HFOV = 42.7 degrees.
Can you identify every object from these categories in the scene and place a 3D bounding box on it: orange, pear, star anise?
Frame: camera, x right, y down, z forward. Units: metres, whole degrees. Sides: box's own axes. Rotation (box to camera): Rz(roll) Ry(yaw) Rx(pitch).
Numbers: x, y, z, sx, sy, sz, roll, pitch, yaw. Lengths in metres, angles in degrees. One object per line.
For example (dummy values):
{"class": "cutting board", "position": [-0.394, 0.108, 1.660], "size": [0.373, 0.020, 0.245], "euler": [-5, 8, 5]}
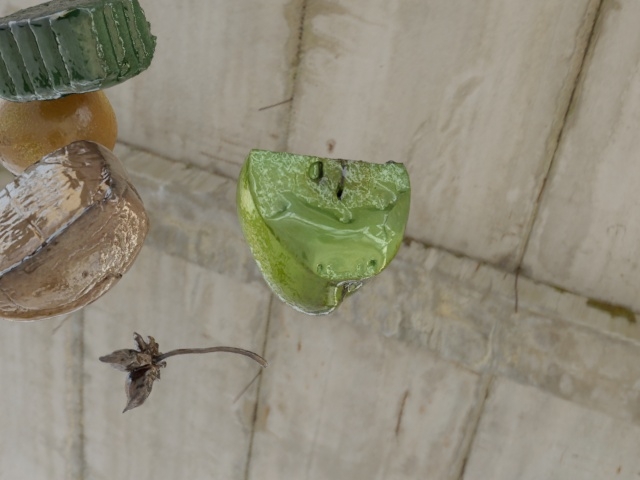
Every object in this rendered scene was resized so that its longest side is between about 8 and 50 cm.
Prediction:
{"class": "orange", "position": [-0.590, -0.249, 1.807], "size": [0.274, 0.274, 0.274], "euler": [11, -62, 21]}
{"class": "pear", "position": [0.000, 0.000, 1.613], "size": [0.342, 0.318, 0.238], "euler": [5, -29, -15]}
{"class": "star anise", "position": [-0.249, 0.234, 1.479], "size": [0.227, 0.218, 0.148], "euler": [-10, -107, 34]}

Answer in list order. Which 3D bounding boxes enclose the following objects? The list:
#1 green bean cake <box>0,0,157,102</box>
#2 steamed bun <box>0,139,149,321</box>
{"class": "green bean cake", "position": [-0.447, -0.379, 1.563], "size": [0.307, 0.300, 0.169], "euler": [0, -63, 32]}
{"class": "steamed bun", "position": [-0.418, 0.007, 1.343], "size": [0.301, 0.251, 0.199], "euler": [-37, -45, -3]}
